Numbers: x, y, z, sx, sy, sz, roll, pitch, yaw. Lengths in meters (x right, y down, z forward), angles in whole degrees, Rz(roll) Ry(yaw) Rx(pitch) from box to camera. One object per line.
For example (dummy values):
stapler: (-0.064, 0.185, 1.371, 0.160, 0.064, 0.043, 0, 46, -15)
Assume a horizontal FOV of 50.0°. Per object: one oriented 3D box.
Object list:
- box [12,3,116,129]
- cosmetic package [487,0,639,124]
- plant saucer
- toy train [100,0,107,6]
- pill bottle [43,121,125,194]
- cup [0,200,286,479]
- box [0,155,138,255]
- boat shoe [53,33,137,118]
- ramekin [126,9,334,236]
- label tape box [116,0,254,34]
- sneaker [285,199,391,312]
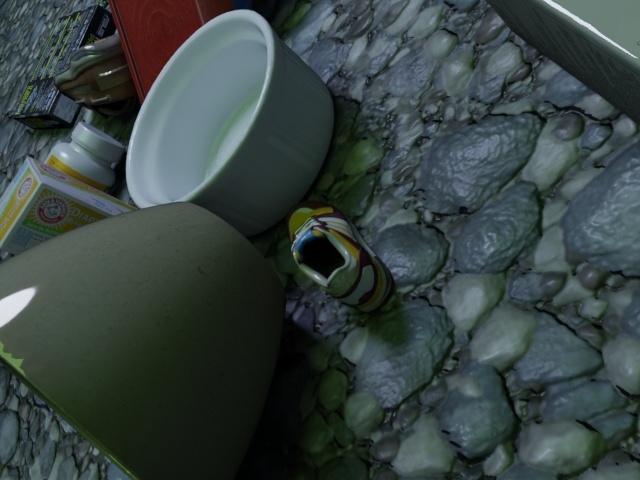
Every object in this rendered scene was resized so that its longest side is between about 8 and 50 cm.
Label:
box: (-0.569, -0.381, 1.529, 0.216, 0.060, 0.270, 7, 73, 47)
cosmetic package: (0.240, -0.183, 0.534, 0.113, 0.160, 0.309, -45, 45, 16)
plant saucer: (-0.229, -0.319, 1.045, 0.258, 0.047, 0.259, -8, 101, 44)
toy train: (-0.508, -0.573, 1.607, 0.024, 0.017, 0.083, -46, 42, 31)
pill bottle: (-0.429, -0.094, 1.187, 0.208, 0.117, 0.117, -58, 41, 4)
cup: (-0.173, 0.097, 0.712, 0.331, 0.331, 0.237, 11, 53, 48)
box: (-0.357, -0.018, 1.005, 0.114, 0.203, 0.103, -56, 42, 6)
boat shoe: (-0.402, -0.276, 1.252, 0.123, 0.116, 0.324, -31, 14, -19)
ramekin: (-0.113, -0.137, 0.880, 0.277, 0.135, 0.277, -24, 53, 35)
label tape box: (-0.169, -0.455, 1.131, 0.347, 0.115, 0.249, -1, 68, 41)
sneaker: (0.000, 0.000, 0.728, 0.070, 0.084, 0.185, -55, 42, 7)
